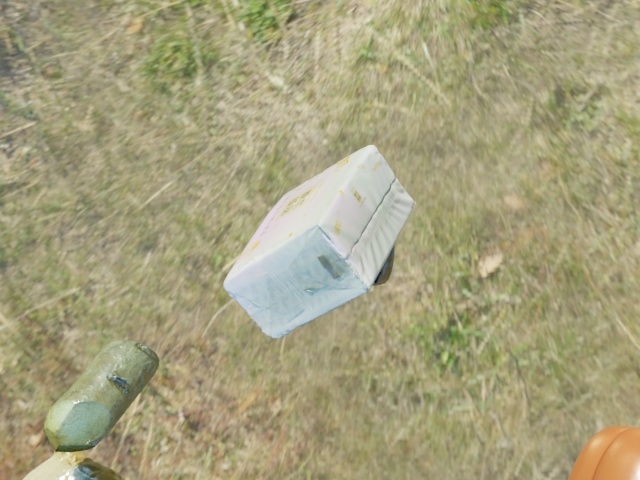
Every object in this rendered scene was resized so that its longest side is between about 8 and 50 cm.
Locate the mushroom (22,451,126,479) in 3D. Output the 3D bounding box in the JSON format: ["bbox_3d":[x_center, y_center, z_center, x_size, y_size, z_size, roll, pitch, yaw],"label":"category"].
[{"bbox_3d":[-0.368,0.369,1.295,0.351,0.095,0.123,-39,71,-23],"label":"mushroom"}]

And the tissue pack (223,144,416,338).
[{"bbox_3d":[0.000,0.000,1.541,0.185,0.225,0.124,-28,108,33],"label":"tissue pack"}]

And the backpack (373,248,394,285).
[{"bbox_3d":[0.054,-0.013,1.742,0.120,0.105,0.165,18,73,-40],"label":"backpack"}]

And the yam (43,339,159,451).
[{"bbox_3d":[-0.244,0.173,1.294,0.069,0.146,0.070,20,137,20],"label":"yam"}]

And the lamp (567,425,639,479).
[{"bbox_3d":[0.329,0.276,1.140,0.187,0.187,0.164,26,74,-2],"label":"lamp"}]
